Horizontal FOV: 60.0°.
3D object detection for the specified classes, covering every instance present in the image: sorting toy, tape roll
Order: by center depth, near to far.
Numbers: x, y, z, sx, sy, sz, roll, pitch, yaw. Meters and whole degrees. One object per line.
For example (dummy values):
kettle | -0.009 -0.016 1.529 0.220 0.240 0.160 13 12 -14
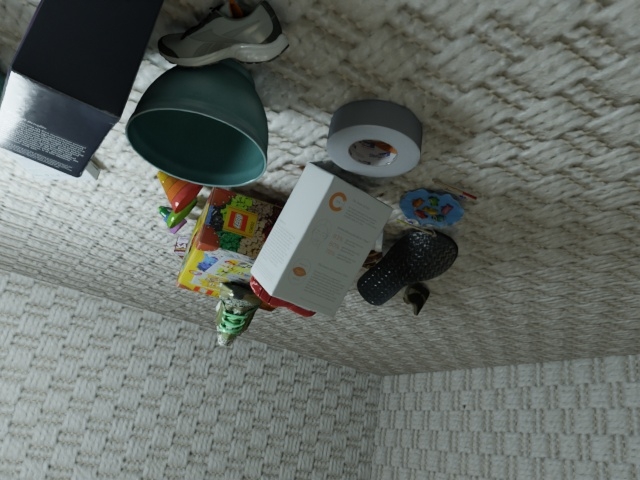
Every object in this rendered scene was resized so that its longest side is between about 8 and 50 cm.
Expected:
tape roll | 0.126 -0.232 1.291 0.219 0.072 0.219 7 158 3
sorting toy | -0.478 -0.129 1.773 0.126 0.127 0.365 43 155 -3

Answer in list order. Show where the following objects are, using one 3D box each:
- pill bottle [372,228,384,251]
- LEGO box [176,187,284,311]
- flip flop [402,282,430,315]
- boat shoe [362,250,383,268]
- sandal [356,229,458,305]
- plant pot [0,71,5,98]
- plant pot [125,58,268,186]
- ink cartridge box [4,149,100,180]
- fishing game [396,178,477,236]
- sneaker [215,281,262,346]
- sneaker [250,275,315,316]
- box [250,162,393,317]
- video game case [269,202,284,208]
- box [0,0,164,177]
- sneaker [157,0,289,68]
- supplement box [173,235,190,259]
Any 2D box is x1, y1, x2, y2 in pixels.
pill bottle | 0.109 -0.008 1.783 0.184 0.103 0.103 6 157 9
LEGO box | -0.245 0.053 1.839 0.373 0.193 0.500 17 156 -15
flip flop | 0.372 0.222 2.241 0.080 0.112 0.277 27 171 32
boat shoe | 0.161 0.060 1.891 0.073 0.073 0.207 -23 -172 -16
sandal | 0.289 0.077 1.878 0.167 0.107 0.446 54 136 1
plant pot | -0.863 -0.319 1.258 0.293 0.235 0.293 8 158 3
plant pot | -0.241 -0.270 1.183 0.293 0.196 0.293 8 158 3
ink cartridge box | -0.807 -0.254 1.633 0.224 0.045 0.224 3 156 13
fishing game | 0.315 -0.085 1.586 0.189 0.041 0.264 23 152 -10
sneaker | -0.286 0.266 1.866 0.158 0.181 0.410 13 157 -6
sneaker | -0.109 0.166 1.694 0.221 0.087 0.128 31 179 3
box | 0.000 0.000 1.498 0.215 0.345 0.168 25 -173 -33
video game case | -0.165 -0.047 1.877 0.232 0.041 0.210 -10 149 38
box | -0.450 -0.321 1.022 0.183 0.296 0.294 24 152 -29
sneaker | -0.191 -0.391 1.038 0.272 0.100 0.108 2 132 24
supplement box | -0.471 0.065 2.218 0.130 0.073 0.239 3 155 16
